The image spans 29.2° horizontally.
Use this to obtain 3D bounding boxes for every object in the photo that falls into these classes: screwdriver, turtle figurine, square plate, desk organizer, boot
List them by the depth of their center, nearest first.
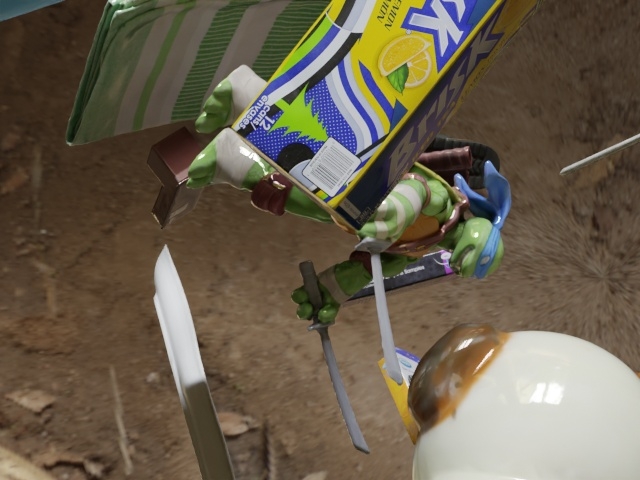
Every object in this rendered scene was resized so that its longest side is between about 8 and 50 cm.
[{"bbox_3d":[0.169,-0.055,0.645,0.025,0.170,0.024,-1,79,-27],"label":"screwdriver"},{"bbox_3d":[0.000,0.000,1.009,0.266,0.198,0.275,33,90,9],"label":"turtle figurine"},{"bbox_3d":[-0.154,-0.064,1.289,0.047,0.130,0.050,-35,82,-24],"label":"desk organizer"},{"bbox_3d":[0.096,-0.105,1.462,0.198,0.137,0.077,17,94,-20],"label":"boot"},{"bbox_3d":[-0.189,0.234,1.864,0.049,0.347,0.344,-16,125,-8],"label":"square plate"}]

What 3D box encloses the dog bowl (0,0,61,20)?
[{"bbox_3d":[-0.116,-0.149,0.512,0.166,0.297,0.074,15,124,45],"label":"dog bowl"}]

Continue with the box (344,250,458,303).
[{"bbox_3d":[0.067,0.041,1.244,0.162,0.116,0.029,-16,84,-2],"label":"box"}]

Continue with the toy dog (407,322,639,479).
[{"bbox_3d":[0.144,0.246,0.911,0.284,0.408,0.395,9,132,5],"label":"toy dog"}]

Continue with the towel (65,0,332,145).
[{"bbox_3d":[-0.093,-0.196,1.299,0.325,0.248,0.038,-15,68,-29],"label":"towel"}]

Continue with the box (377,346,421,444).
[{"bbox_3d":[0.115,0.185,1.424,0.028,0.081,0.136,-42,47,18],"label":"box"}]

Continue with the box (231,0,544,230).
[{"bbox_3d":[0.043,-0.087,0.481,0.054,0.059,0.169,40,91,14],"label":"box"}]
